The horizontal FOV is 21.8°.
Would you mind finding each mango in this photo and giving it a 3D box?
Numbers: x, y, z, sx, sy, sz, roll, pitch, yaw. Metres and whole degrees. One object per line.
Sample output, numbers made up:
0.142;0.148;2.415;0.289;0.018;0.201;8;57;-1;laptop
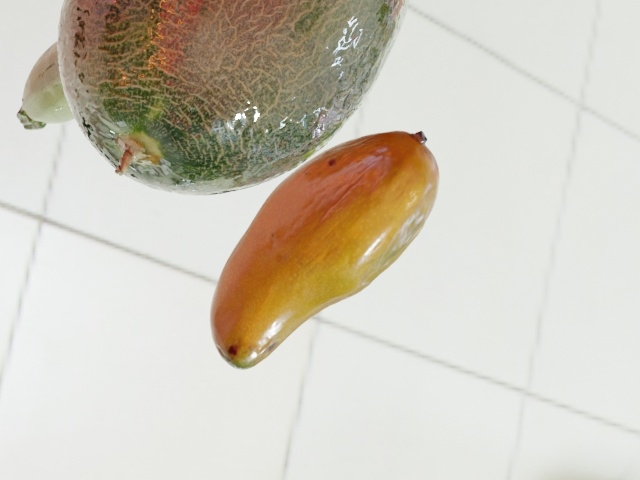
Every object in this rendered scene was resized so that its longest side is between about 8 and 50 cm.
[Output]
0.000;0.000;1.045;0.075;0.098;0.190;32;112;-36;mango

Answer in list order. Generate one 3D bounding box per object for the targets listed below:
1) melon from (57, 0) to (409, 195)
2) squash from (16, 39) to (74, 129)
-0.032;-0.082;0.596;0.114;0.114;0.167;52;53;-32;melon
-0.265;-0.187;1.826;0.094;0.341;0.094;6;77;-25;squash
